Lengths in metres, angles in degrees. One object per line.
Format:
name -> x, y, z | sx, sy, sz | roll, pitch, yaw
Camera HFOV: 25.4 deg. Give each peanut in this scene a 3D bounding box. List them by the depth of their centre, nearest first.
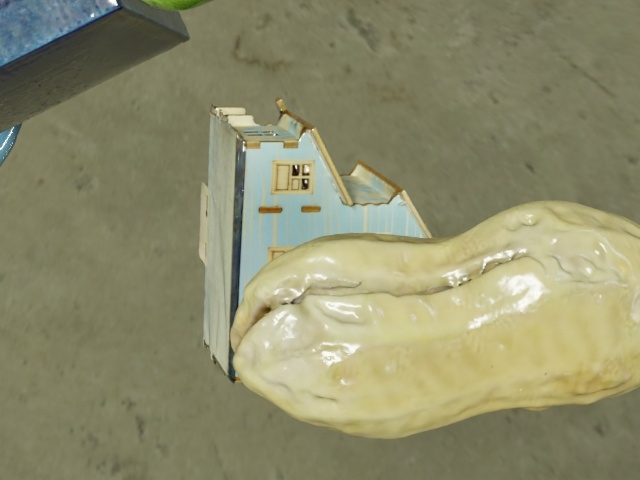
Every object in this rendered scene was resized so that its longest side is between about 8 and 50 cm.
peanut -> 0.090, 0.046, 0.847 | 0.290, 0.130, 0.130 | -9, 106, -9

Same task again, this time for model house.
model house -> 0.000, 0.000, 1.351 | 0.206, 0.178, 0.271 | -2, 103, -16

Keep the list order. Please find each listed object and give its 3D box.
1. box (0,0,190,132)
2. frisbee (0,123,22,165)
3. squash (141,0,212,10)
box -> -0.286, -0.194, 1.361 | 0.261, 0.279, 0.116 | -24, 88, 8
frisbee -> -0.456, -0.163, 1.579 | 0.289, 0.049, 0.290 | -21, 123, -36
squash -> -0.040, -0.296, 1.215 | 0.101, 0.379, 0.101 | 20, 134, 22
